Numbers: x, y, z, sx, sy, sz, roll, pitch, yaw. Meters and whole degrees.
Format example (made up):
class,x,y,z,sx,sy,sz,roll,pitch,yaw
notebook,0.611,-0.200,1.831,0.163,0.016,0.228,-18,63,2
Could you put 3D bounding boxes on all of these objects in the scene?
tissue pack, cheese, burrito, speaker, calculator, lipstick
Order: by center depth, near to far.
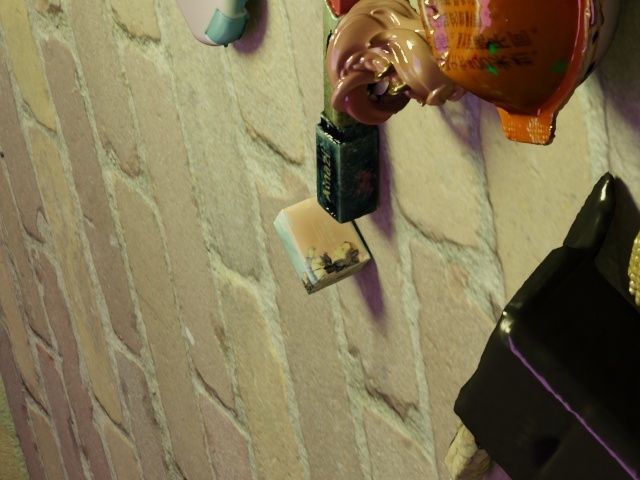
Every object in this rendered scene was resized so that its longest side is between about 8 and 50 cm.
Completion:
class,x,y,z,sx,sy,sz,roll,pitch,yaw
cheese,0.144,-0.235,1.292,0.217,0.129,0.329,-167,70,-67
speaker,0.274,0.157,1.359,0.388,0.184,0.180,49,154,16
lipstick,0.025,-0.158,1.722,0.051,0.051,0.312,48,149,43
burrito,0.157,0.202,1.753,0.149,0.041,0.055,102,154,-53
tissue pack,0.000,0.000,1.893,0.094,0.074,0.059,62,164,11
calculator,-0.154,-0.357,1.951,0.293,0.051,0.173,64,158,12

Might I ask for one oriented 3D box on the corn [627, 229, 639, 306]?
class,x,y,z,sx,sy,sz,roll,pitch,yaw
corn,0.278,-0.041,1.213,0.086,0.086,0.288,57,157,25

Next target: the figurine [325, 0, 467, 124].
class,x,y,z,sx,sy,sz,roll,pitch,yaw
figurine,0.067,-0.164,1.545,0.114,0.126,0.157,30,172,-23
